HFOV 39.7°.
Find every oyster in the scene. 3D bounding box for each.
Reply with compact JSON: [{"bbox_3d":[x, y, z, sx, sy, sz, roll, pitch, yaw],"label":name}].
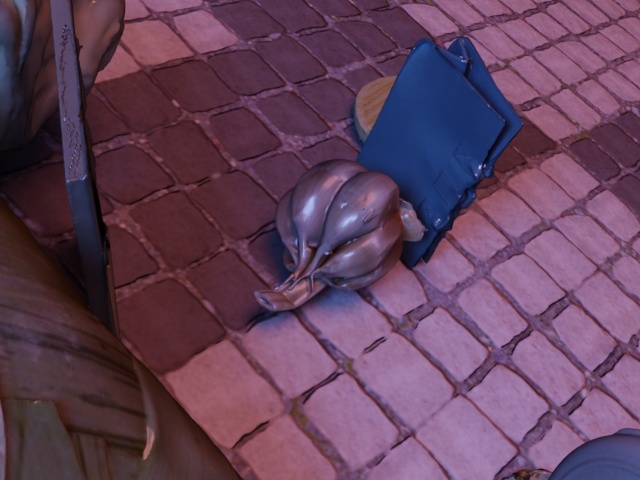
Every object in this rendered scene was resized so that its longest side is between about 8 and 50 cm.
[{"bbox_3d":[0.212,0.236,0.812,0.083,0.019,0.054,34,43,1],"label":"oyster"}]

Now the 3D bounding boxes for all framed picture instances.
[{"bbox_3d":[-0.168,-0.021,0.658,0.019,0.281,0.209,-8,50,-13],"label":"framed picture"}]

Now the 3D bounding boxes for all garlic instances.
[{"bbox_3d":[0.000,0.000,0.862,0.194,0.127,0.131,-37,29,-30],"label":"garlic"}]

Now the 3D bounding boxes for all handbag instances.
[{"bbox_3d":[0.112,-0.088,0.923,0.057,0.221,0.144,-9,55,-35],"label":"handbag"}]

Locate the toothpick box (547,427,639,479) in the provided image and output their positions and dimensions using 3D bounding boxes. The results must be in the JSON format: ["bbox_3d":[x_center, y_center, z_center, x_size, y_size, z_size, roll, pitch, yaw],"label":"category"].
[{"bbox_3d":[0.350,0.263,0.737,0.316,0.229,0.229,6,47,-28],"label":"toothpick box"}]

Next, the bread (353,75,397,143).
[{"bbox_3d":[0.095,-0.158,1.125,0.112,0.036,0.193,32,44,10],"label":"bread"}]

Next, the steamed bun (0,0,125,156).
[{"bbox_3d":[-0.344,-0.158,0.711,0.394,0.237,0.346,9,21,-41],"label":"steamed bun"}]

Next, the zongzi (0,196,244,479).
[{"bbox_3d":[-0.221,0.001,0.513,0.418,0.181,0.447,20,37,-45],"label":"zongzi"}]
